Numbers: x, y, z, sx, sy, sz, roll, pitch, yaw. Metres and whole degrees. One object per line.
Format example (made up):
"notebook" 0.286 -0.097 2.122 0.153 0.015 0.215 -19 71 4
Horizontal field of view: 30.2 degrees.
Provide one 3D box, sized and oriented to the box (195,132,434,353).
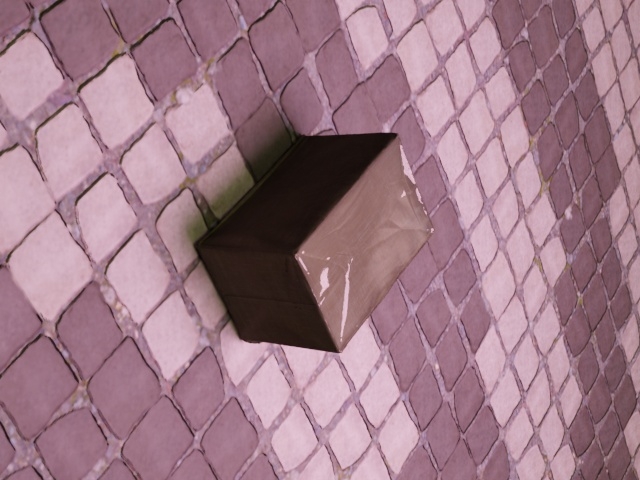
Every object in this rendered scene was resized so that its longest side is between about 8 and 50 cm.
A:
"box" 0.000 0.000 1.377 0.231 0.149 0.155 -48 128 -38
